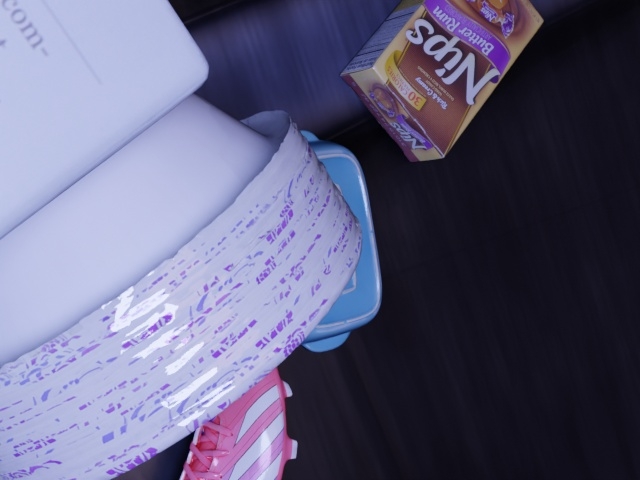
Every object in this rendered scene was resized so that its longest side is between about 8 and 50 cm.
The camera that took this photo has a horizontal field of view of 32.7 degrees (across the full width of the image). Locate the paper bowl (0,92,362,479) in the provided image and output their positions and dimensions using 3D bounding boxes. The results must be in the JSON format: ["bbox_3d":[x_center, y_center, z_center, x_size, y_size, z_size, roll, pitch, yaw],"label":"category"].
[{"bbox_3d":[-0.128,0.013,0.673,0.284,0.284,0.148,-43,111,-27],"label":"paper bowl"}]

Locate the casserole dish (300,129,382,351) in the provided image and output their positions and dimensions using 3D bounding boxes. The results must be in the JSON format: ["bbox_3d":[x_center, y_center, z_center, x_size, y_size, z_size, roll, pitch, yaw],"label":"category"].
[{"bbox_3d":[0.000,0.000,0.908,0.114,0.037,0.188,-12,94,-34],"label":"casserole dish"}]

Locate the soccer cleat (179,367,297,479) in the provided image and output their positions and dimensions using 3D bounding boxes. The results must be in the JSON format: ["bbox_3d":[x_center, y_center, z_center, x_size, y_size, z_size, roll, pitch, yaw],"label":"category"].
[{"bbox_3d":[-0.082,0.200,0.823,0.095,0.083,0.248,10,85,-28],"label":"soccer cleat"}]

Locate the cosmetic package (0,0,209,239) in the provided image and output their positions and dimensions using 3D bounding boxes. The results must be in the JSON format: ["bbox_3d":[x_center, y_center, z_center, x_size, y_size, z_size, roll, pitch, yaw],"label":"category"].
[{"bbox_3d":[-0.341,-0.088,0.511,0.393,0.327,0.329,-42,111,-27],"label":"cosmetic package"}]

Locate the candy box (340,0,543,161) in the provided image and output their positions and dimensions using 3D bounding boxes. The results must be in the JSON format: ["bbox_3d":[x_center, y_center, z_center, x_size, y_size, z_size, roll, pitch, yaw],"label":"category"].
[{"bbox_3d":[0.113,-0.173,0.980,0.109,0.053,0.187,48,66,-24],"label":"candy box"}]
